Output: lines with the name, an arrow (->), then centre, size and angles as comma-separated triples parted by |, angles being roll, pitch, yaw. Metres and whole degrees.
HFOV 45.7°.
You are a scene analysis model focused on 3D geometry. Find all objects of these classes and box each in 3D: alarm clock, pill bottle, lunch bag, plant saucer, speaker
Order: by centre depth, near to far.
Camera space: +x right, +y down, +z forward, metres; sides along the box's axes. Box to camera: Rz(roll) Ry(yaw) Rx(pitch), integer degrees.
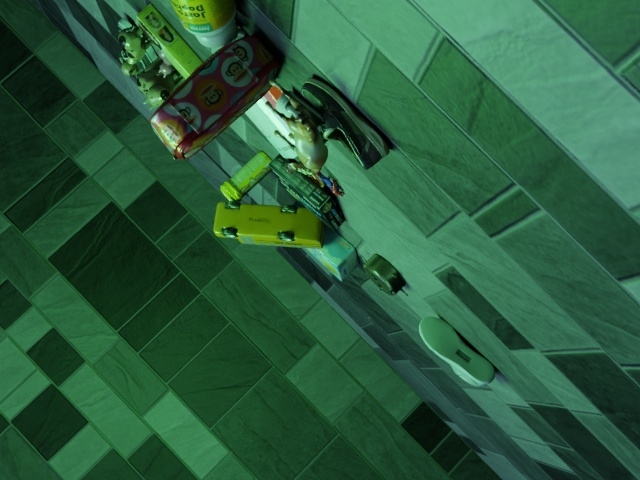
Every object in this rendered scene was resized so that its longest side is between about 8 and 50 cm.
pill bottle -> -0.229, -0.469, 1.460 | 0.117, 0.117, 0.208 | 42, 169, 22
lunch bag -> -0.227, -0.300, 1.628 | 0.120, 0.293, 0.258 | 48, 174, -7
speaker -> -0.034, -0.267, 1.650 | 0.136, 0.055, 0.055 | 42, 170, 23
plant saucer -> -0.017, -0.179, 2.056 | 0.083, 0.013, 0.083 | 44, 169, 11
alarm clock -> 0.173, 0.095, 2.247 | 0.192, 0.064, 0.129 | 41, 169, 44

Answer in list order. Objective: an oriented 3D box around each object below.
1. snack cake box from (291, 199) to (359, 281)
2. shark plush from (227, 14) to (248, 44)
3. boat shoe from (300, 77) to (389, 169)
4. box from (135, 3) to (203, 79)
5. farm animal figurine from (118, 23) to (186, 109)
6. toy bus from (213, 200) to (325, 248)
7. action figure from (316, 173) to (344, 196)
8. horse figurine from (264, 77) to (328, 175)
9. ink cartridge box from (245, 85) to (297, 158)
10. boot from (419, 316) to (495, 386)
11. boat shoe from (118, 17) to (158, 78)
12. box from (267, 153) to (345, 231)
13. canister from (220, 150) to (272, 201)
snack cake box -> 0.000, 0.000, 2.490 | 0.264, 0.089, 0.152 | 42, 170, 21
shark plush -> -0.228, -0.466, 1.614 | 0.161, 0.067, 0.073 | 41, 169, 25
boat shoe -> 0.034, -0.226, 1.474 | 0.223, 0.073, 0.080 | 44, 171, 13
box -> -0.415, -0.542, 2.114 | 0.232, 0.058, 0.087 | 47, 170, -11
farm animal figurine -> -0.501, -0.495, 2.327 | 0.330, 0.172, 0.327 | 49, 170, -17
toy bus -> -0.157, -0.047, 2.369 | 0.333, 0.108, 0.130 | 4, 165, 7
action figure -> 0.023, -0.150, 1.962 | 0.115, 0.030, 0.038 | 46, 177, -32
horse figurine -> -0.042, -0.216, 1.575 | 0.174, 0.066, 0.263 | 43, 162, 33
ink cartridge box -> -0.101, -0.286, 1.860 | 0.189, 0.066, 0.232 | 49, 174, -17
boot -> 0.383, 0.332, 2.204 | 0.258, 0.095, 0.123 | 43, 163, 13
boat shoe -> -0.612, -0.612, 2.523 | 0.108, 0.102, 0.301 | 42, 170, 20
box -> -0.038, -0.135, 2.174 | 0.220, 0.051, 0.175 | 41, 175, 25
canister -> -0.230, -0.198, 2.403 | 0.073, 0.170, 0.126 | 46, 170, -2
